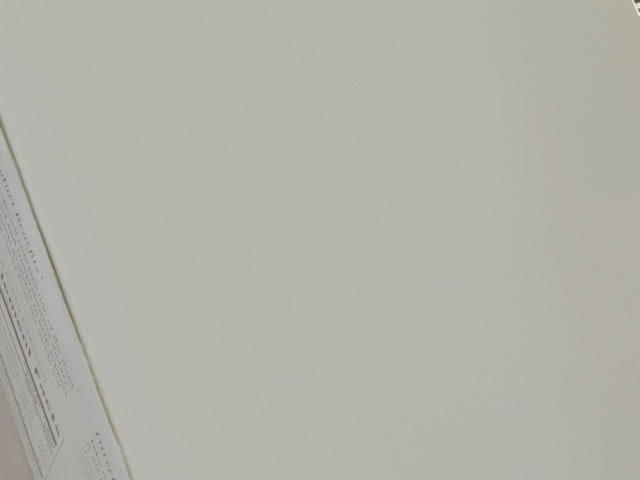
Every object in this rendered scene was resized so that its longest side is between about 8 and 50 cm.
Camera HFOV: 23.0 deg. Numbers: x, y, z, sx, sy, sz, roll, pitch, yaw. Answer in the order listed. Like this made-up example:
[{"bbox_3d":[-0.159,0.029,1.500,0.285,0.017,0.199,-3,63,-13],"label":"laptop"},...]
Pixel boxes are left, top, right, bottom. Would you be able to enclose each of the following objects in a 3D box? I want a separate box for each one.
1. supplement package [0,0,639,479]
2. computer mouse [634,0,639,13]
[{"bbox_3d":[0.000,0.000,0.502,0.204,0.145,0.261,-17,76,-20],"label":"supplement package"},{"bbox_3d":[0.134,-0.014,0.844,0.072,0.188,0.272,7,109,-43],"label":"computer mouse"}]
